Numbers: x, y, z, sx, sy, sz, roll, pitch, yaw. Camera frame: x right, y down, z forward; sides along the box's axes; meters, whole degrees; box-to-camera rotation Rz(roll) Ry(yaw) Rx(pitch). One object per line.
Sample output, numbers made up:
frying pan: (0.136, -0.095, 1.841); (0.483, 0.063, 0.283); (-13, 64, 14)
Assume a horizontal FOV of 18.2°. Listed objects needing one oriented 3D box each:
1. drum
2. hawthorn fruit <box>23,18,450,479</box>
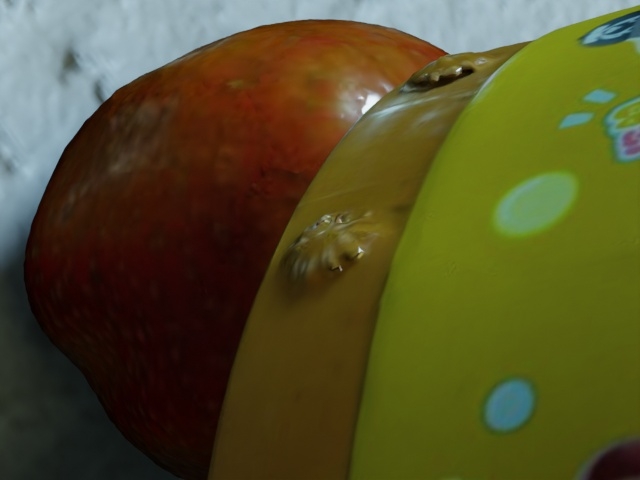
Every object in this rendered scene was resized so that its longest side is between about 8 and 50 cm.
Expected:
drum: (0.167, 0.127, 0.502); (0.431, 0.214, 0.431); (29, 55, -52)
hawthorn fruit: (0.000, 0.000, 0.655); (0.169, 0.188, 0.169); (14, 67, -36)
